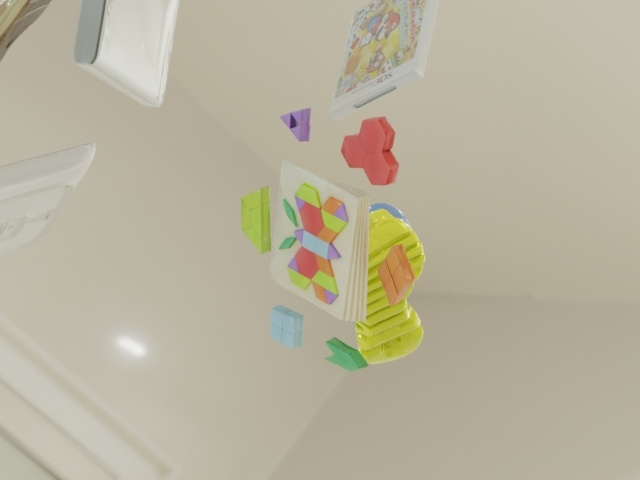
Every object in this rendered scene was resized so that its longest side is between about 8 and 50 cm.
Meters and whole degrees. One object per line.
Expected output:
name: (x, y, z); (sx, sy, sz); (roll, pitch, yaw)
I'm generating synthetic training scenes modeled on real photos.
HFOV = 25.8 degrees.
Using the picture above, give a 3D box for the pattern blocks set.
pattern blocks set: (0.000, 0.000, 1.700); (0.285, 0.026, 0.324); (11, -68, 45)

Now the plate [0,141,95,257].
plate: (-0.489, -0.031, 2.118); (0.045, 0.278, 0.277); (58, -40, 14)

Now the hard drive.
hard drive: (-0.282, -0.326, 2.074); (0.040, 0.203, 0.307); (7, -4, 11)

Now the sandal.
sandal: (0.069, 0.046, 1.962); (0.317, 0.126, 0.138); (89, -21, -54)

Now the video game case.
video game case: (0.108, -0.324, 2.292); (0.026, 0.227, 0.206); (33, -35, -29)

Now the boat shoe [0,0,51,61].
boat shoe: (-0.494, -0.340, 2.070); (0.110, 0.341, 0.121); (40, 12, -3)
